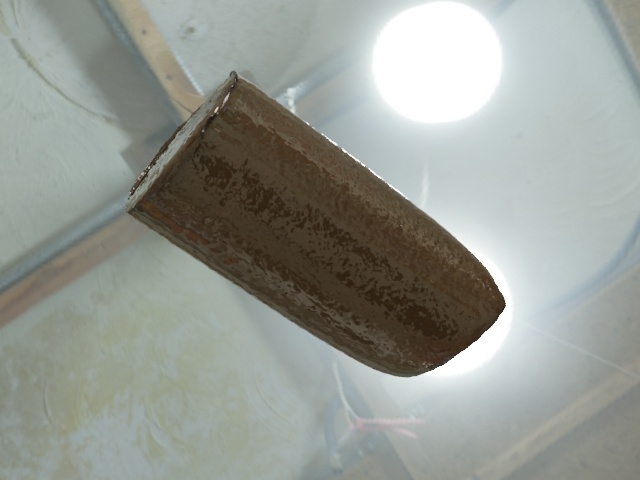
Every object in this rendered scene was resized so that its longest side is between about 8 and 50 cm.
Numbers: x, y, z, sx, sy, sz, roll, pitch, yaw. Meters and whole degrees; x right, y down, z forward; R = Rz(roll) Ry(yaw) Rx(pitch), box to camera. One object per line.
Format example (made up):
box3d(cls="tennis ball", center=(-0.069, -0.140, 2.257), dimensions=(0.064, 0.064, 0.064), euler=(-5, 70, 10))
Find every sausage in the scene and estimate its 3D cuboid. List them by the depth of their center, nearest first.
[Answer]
box3d(cls="sausage", center=(0.000, 0.000, 0.763), dimensions=(0.253, 0.123, 0.123), euler=(36, -90, -17))
